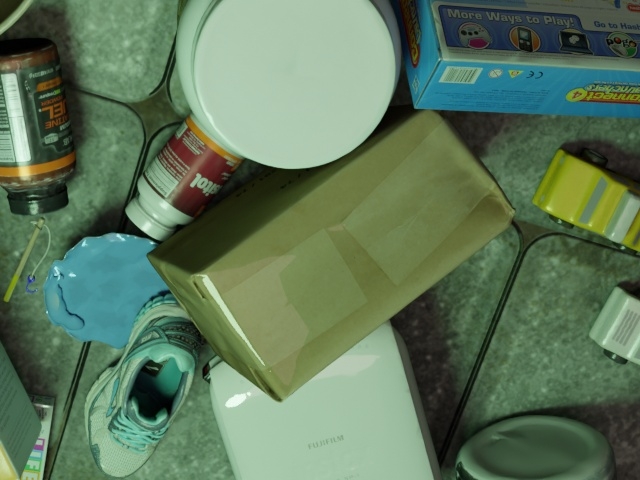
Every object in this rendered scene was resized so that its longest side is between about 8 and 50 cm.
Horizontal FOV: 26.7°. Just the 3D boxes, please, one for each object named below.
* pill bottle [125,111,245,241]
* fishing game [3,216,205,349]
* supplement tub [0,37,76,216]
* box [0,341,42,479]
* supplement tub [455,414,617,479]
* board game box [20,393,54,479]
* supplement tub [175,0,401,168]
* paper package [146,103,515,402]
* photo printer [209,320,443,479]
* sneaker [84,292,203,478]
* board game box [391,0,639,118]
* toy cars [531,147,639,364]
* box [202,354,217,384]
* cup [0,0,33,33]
[{"bbox_3d":[-0.163,-0.076,1.621,0.086,0.086,0.152,37,102,-16],"label":"pill bottle"},{"bbox_3d":[-0.249,0.059,1.668,0.264,0.041,0.189,13,126,-19],"label":"fishing game"},{"bbox_3d":[-0.343,-0.131,1.574,0.106,0.106,0.198,-7,110,-3],"label":"supplement tub"},{"bbox_3d":[-0.510,0.144,1.600,0.215,0.168,0.345,-23,104,4],"label":"box"},{"bbox_3d":[0.293,0.420,1.775,0.207,0.207,0.338,-9,110,-3],"label":"supplement tub"},{"bbox_3d":[-0.406,0.270,1.747,0.103,0.026,0.154,8,108,-9],"label":"board game box"},{"bbox_3d":[-0.039,-0.216,1.459,0.235,0.325,0.235,-2,109,-5],"label":"supplement tub"},{"bbox_3d":[0.000,0.000,1.516,0.325,0.309,0.168,-37,103,-11],"label":"paper package"},{"bbox_3d":[0.007,0.240,1.696,0.256,0.107,0.307,-15,110,0],"label":"photo printer"},{"bbox_3d":[-0.228,0.202,1.675,0.110,0.122,0.283,17,121,-13],"label":"sneaker"},{"bbox_3d":[0.228,-0.282,1.459,0.308,0.302,0.086,1,149,-17],"label":"board game box"},{"bbox_3d":[0.412,0.049,1.722,0.176,0.087,0.393,-25,110,3],"label":"toy cars"},{"bbox_3d":[-0.040,0.196,1.754,0.207,0.036,0.114,40,101,-17],"label":"box"},{"bbox_3d":[-0.427,-0.369,1.413,0.331,0.237,0.331,-2,109,-5],"label":"cup"}]
